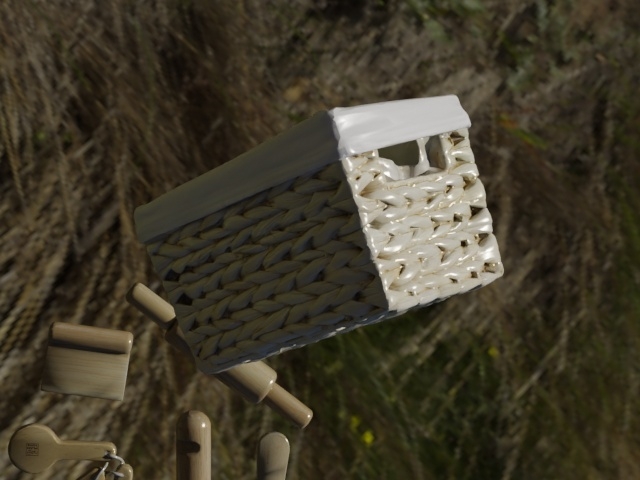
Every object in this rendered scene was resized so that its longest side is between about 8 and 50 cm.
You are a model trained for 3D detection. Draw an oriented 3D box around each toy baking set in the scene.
[{"bbox_3d":[-0.106,0.158,0.944,0.256,0.030,0.197,33,93,-9],"label":"toy baking set"}]

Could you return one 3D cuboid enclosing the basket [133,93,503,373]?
[{"bbox_3d":[0.000,0.000,0.694,0.167,0.103,0.113,-23,173,43],"label":"basket"}]
